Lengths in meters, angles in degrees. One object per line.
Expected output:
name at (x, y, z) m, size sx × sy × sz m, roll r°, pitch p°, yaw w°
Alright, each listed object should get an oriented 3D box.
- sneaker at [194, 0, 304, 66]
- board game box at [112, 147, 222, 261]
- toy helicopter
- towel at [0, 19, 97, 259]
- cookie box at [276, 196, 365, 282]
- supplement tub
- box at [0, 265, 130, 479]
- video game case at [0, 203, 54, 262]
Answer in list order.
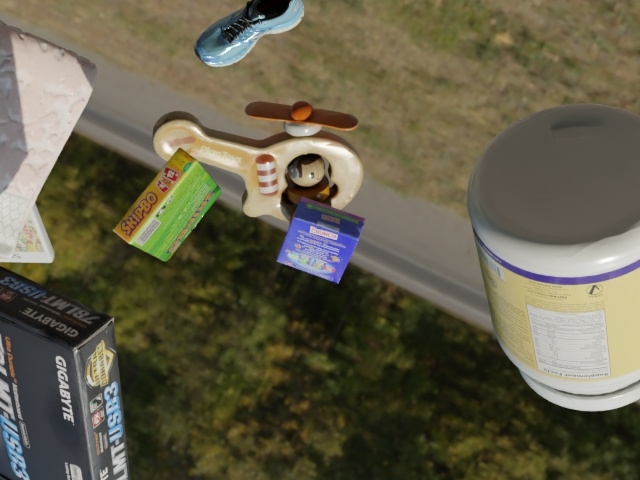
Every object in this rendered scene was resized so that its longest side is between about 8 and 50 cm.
sneaker at (-0.098, -0.291, 1.583) m, size 0.063 × 0.162 × 0.073 m, roll 56°, pitch 173°, yaw 10°
board game box at (-0.184, -0.038, 1.492) m, size 0.039 × 0.124 × 0.259 m, roll 38°, pitch 177°, yaw 8°
toy helicopter at (-0.093, -0.141, 1.923) m, size 0.355 × 0.235 × 0.140 m, roll 15°, pitch -145°, yaw -21°
towel at (-0.476, -0.143, 1.581) m, size 0.053 × 0.317 × 0.331 m, roll 28°, pitch -175°, yaw 35°
cookie box at (0.000, 0.000, 1.573) m, size 0.091 × 0.040 × 0.107 m, roll 20°, pitch 144°, yaw -3°
supplement tub at (0.312, 0.029, 1.420) m, size 0.241 × 0.241 × 0.331 m, roll 24°, pitch 151°, yaw 32°
box at (-0.358, 0.165, 1.388) m, size 0.293 × 0.073 × 0.296 m, roll 23°, pitch 132°, yaw 26°
video game case at (-0.574, -0.042, 2.008) m, size 0.206 × 0.026 × 0.227 m, roll 1°, pitch 139°, yaw 7°
